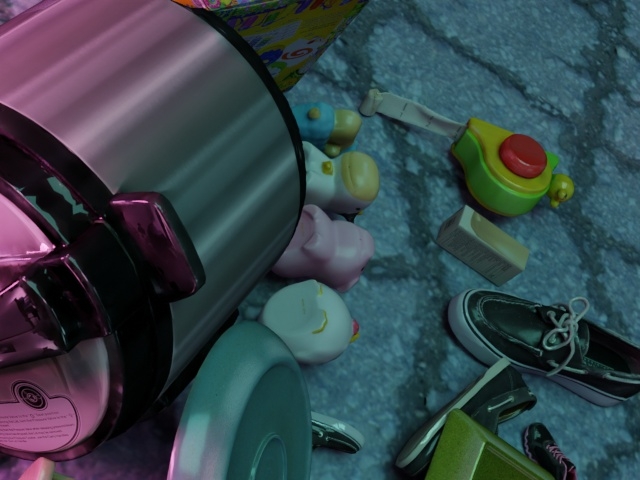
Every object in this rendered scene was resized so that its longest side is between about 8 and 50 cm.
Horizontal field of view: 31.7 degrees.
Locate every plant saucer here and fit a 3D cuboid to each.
[{"bbox_3d":[-0.067,0.237,1.097,0.043,0.318,0.318,5,51,18],"label":"plant saucer"},{"bbox_3d":[0.199,0.319,1.307,0.188,0.045,0.188,36,64,-26],"label":"plant saucer"}]

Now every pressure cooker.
[{"bbox_3d":[-0.256,-0.008,1.038,0.375,0.370,0.420,32,42,7],"label":"pressure cooker"}]

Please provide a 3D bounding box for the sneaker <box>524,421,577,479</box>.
[{"bbox_3d":[0.303,0.285,1.438,0.047,0.057,0.119,-9,68,-33],"label":"sneaker"}]

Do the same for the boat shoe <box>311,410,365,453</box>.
[{"bbox_3d":[-0.018,0.218,1.285,0.142,0.049,0.040,24,59,-11],"label":"boat shoe"}]

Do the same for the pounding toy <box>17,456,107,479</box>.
[{"bbox_3d":[-0.269,0.309,0.928,0.154,0.154,0.270,28,54,-28],"label":"pounding toy"}]

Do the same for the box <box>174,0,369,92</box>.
[{"bbox_3d":[-0.119,-0.290,1.353,0.290,0.279,0.177,-23,78,-39],"label":"box"}]

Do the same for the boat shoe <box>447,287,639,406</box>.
[{"bbox_3d":[0.317,0.134,1.500,0.306,0.105,0.113,28,53,-16],"label":"boat shoe"}]

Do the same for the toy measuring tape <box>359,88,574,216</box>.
[{"bbox_3d":[0.208,-0.112,1.574,0.330,0.121,0.121,20,55,-11],"label":"toy measuring tape"}]

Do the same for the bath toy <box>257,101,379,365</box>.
[{"bbox_3d":[0.000,0.000,1.373,0.151,0.129,0.348,-8,57,14],"label":"bath toy"}]

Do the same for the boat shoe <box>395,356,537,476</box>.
[{"bbox_3d":[0.183,0.226,1.378,0.233,0.084,0.079,-29,78,-41],"label":"boat shoe"}]

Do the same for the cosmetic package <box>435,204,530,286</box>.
[{"bbox_3d":[0.223,0.008,1.542,0.115,0.060,0.041,35,51,-13],"label":"cosmetic package"}]
